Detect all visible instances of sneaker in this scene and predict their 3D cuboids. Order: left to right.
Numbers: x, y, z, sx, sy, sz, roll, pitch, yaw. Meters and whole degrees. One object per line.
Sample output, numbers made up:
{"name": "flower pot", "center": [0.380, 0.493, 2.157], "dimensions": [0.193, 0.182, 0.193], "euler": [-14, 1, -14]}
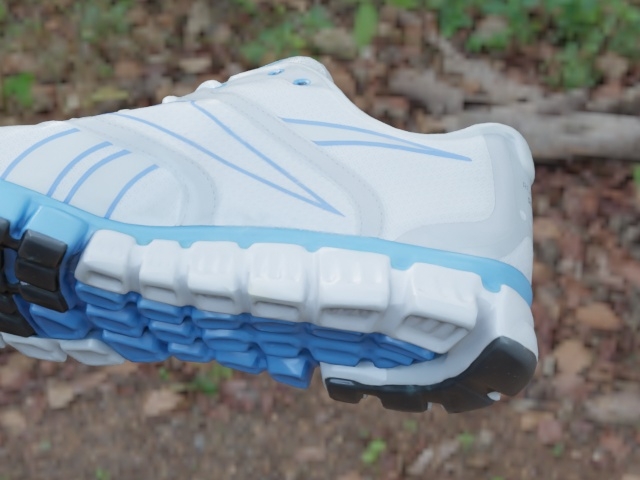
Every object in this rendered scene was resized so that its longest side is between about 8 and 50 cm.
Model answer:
{"name": "sneaker", "center": [-0.034, -0.012, 0.477], "dimensions": [0.191, 0.071, 0.083], "euler": [10, 61, 6]}
